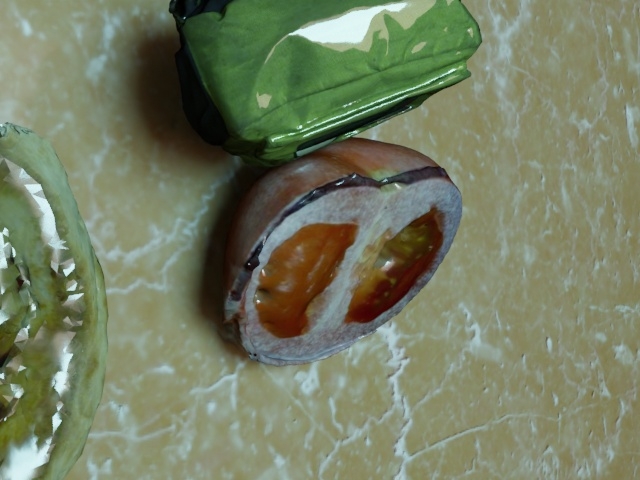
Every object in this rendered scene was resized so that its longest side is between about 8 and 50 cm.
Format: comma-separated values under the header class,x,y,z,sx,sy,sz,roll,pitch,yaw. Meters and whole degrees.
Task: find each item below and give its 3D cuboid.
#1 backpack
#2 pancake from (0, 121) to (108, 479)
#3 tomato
class,x,y,z,sx,sy,sz,roll,pitch,yaw
backpack,-0.010,-0.138,0.582,0.207,0.253,0.140,-21,96,-11
pancake,-0.305,0.058,0.479,0.382,0.071,0.383,-1,91,-36
tomato,0.000,0.000,0.666,0.228,0.112,0.199,-4,128,-40
